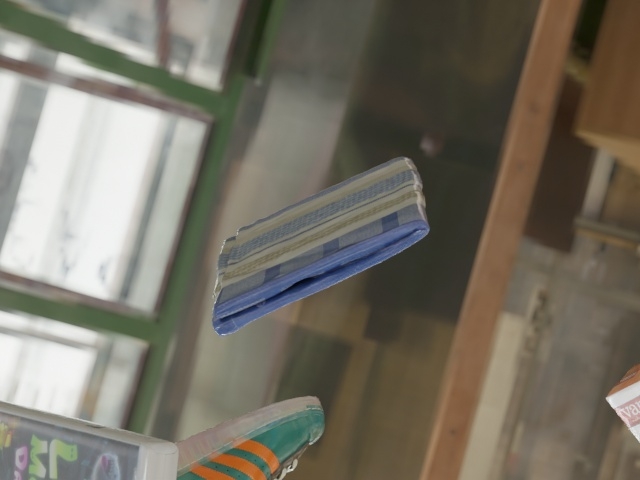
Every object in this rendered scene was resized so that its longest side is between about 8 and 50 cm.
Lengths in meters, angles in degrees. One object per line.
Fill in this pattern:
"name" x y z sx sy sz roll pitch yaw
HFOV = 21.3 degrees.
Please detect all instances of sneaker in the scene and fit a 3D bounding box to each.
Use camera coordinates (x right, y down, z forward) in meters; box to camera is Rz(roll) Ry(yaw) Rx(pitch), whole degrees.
"sneaker" -0.100 0.248 1.691 0.302 0.121 0.108 -20 174 -42

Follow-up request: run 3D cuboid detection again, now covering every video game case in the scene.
"video game case" -0.133 0.179 0.818 0.022 0.190 0.173 6 179 -40

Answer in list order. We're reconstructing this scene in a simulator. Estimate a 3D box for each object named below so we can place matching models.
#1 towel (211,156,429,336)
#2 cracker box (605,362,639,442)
"towel" 0.000 0.000 1.534 0.209 0.034 0.285 -25 -168 6
"cracker box" 0.422 0.208 1.724 0.232 0.067 0.155 52 138 -1
